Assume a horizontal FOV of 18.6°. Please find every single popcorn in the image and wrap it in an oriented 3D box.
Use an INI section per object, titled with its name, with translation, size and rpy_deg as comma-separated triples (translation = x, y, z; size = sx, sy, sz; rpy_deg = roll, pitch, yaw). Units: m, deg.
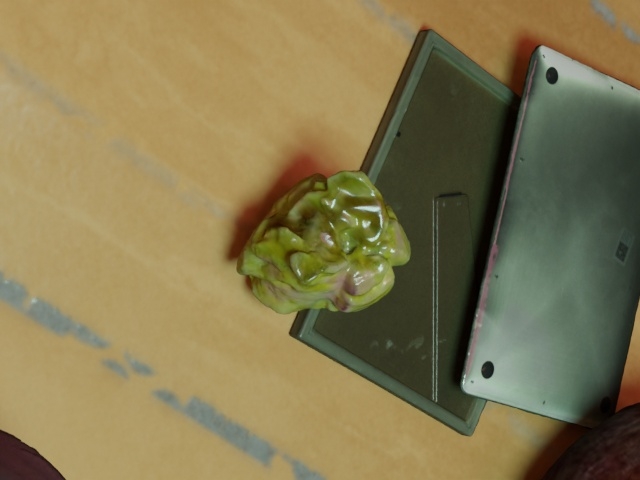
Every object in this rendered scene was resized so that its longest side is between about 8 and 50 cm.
[popcorn]
translation = -0.001, 0.001, 1.321
size = 0.089, 0.109, 0.097
rpy_deg = 47, 27, -54

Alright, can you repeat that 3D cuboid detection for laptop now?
[laptop]
translation = 0.194, 0.002, 1.492
size = 0.187, 0.015, 0.269
rpy_deg = 18, 82, -43

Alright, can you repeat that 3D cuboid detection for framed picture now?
[framed picture]
translation = 0.093, -0.004, 1.436
size = 0.184, 0.016, 0.250
rpy_deg = 31, 75, -33

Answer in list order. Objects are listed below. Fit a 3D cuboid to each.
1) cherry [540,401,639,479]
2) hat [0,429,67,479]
[cherry]
translation = 0.271, 0.231, 1.444
size = 0.239, 0.239, 0.206
rpy_deg = -34, 118, -30
[hat]
translation = -0.217, 0.206, 1.160
size = 0.205, 0.089, 0.205
rpy_deg = 0, 92, 6
